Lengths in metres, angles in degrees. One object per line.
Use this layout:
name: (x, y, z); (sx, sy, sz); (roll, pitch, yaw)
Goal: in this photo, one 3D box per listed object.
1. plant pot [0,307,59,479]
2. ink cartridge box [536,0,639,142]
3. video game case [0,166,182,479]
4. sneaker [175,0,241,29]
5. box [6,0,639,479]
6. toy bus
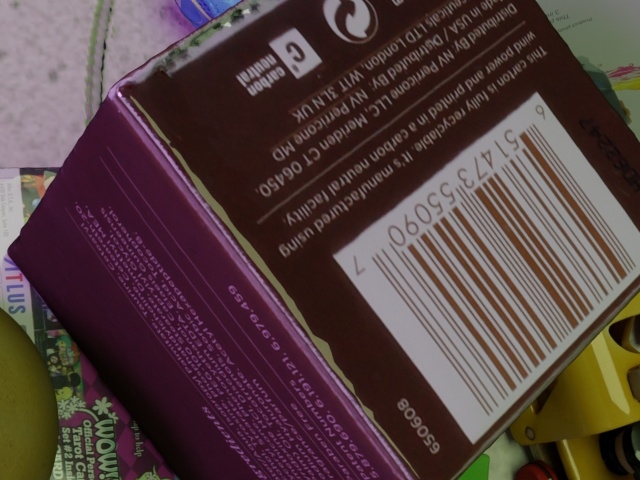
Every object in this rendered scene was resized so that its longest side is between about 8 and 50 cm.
plant pot: (-0.163, 0.069, 0.425); (0.134, 0.095, 0.134); (5, 74, -19)
ink cartridge box: (0.124, -0.119, 0.583); (0.176, 0.127, 0.128); (50, 32, -42)
video game case: (-0.113, 0.078, 0.522); (0.210, 0.042, 0.232); (-4, 77, -24)
sneaker: (-0.014, -0.107, 0.610); (0.126, 0.091, 0.240); (-11, 80, -8)
box: (0.000, 0.000, 0.457); (0.168, 0.203, 0.167); (-39, 93, -29)
toy bus: (0.158, 0.076, 0.609); (0.202, 0.104, 0.191); (30, 65, -13)
